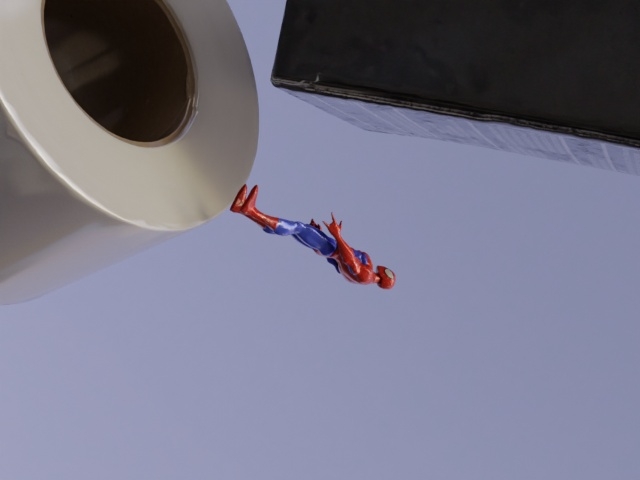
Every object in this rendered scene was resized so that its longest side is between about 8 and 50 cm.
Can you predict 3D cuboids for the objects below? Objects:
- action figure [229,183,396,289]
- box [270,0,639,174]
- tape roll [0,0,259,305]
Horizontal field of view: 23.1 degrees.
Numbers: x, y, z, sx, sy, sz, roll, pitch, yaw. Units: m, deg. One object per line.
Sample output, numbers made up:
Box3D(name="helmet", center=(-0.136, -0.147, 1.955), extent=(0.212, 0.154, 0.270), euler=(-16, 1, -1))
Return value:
Box3D(name="action figure", center=(0.000, 0.000, 0.979), extent=(0.115, 0.030, 0.038), euler=(33, -13, -19))
Box3D(name="box", center=(0.152, -0.148, 1.048), extent=(0.294, 0.296, 0.182), euler=(10, -89, 12))
Box3D(name="tape roll", center=(-0.183, -0.095, 1.027), extent=(0.169, 0.246, 0.246), euler=(-23, -77, 36))
